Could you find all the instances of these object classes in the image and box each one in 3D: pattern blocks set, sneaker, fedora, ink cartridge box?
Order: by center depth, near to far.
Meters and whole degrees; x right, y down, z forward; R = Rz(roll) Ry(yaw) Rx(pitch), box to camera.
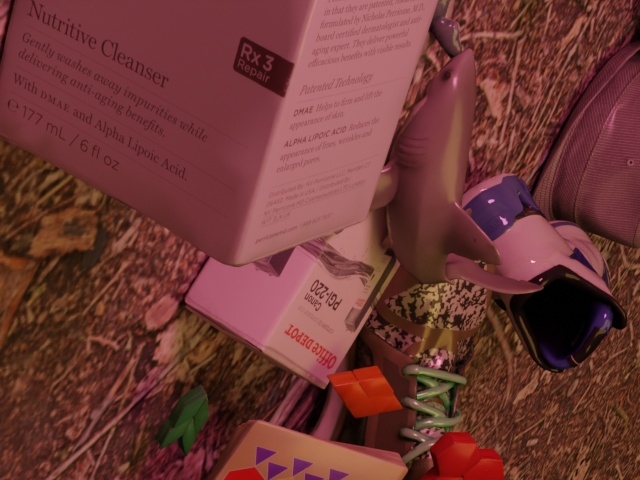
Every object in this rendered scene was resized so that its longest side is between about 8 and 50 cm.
[{"bbox_3d":[0.000,0.000,1.440,0.218,0.092,0.158,-57,154,-3],"label":"ink cartridge box"},{"bbox_3d":[-0.023,0.223,1.489,0.325,0.026,0.285,31,107,-36],"label":"pattern blocks set"},{"bbox_3d":[0.090,0.186,1.646,0.158,0.182,0.410,10,108,-37],"label":"sneaker"},{"bbox_3d":[0.242,0.063,1.813,0.127,0.182,0.315,-36,154,12],"label":"sneaker"},{"bbox_3d":[0.361,-0.089,1.974,0.275,0.124,0.244,-59,154,-3],"label":"fedora"}]

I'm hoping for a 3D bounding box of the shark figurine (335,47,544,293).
[{"bbox_3d":[0.110,-0.003,1.406,0.166,0.116,0.278,-49,150,-22],"label":"shark figurine"}]

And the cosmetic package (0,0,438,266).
[{"bbox_3d":[-0.037,-0.206,1.016,0.156,0.217,0.385,-22,134,-53],"label":"cosmetic package"}]

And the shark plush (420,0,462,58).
[{"bbox_3d":[0.081,-0.208,1.420,0.067,0.073,0.161,-11,138,-20],"label":"shark plush"}]
